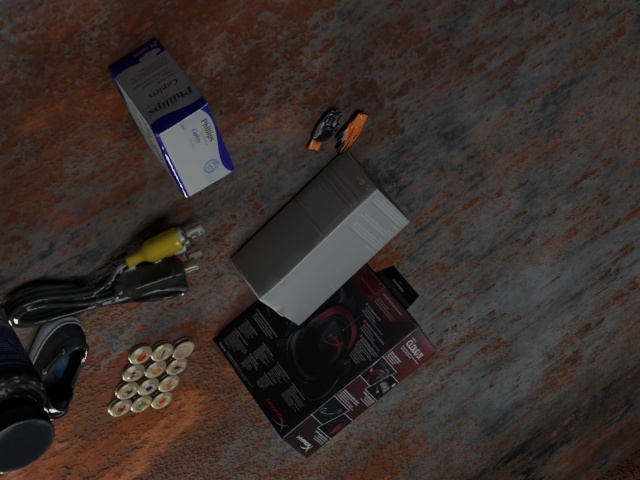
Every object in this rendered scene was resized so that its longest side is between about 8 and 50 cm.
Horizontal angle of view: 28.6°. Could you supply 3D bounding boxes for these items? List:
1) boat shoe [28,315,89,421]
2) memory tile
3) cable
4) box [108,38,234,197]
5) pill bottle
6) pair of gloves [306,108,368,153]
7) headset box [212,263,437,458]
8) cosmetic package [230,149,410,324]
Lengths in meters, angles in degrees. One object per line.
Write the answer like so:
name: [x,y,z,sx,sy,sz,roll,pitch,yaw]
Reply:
boat shoe: [-0.375,0.208,1.750,0.080,0.076,0.228,2,127,-43]
memory tile: [-0.258,0.209,1.915,0.113,0.012,0.148,-5,132,-39]
cable: [-0.287,0.055,1.709,0.287,0.072,0.139,-16,157,-11]
box: [-0.177,-0.144,1.493,0.072,0.137,0.126,-33,144,-9]
pill bottle: [-0.414,0.176,1.555,0.122,0.219,0.123,-24,142,-21]
pair of gloves: [0.024,-0.155,1.776,0.083,0.010,0.074,4,128,-41]
headset box: [0.017,0.151,1.924,0.293,0.218,0.110,-40,146,0]
cosmetic package: [0.000,0.000,1.847,0.238,0.107,0.127,-40,145,5]
